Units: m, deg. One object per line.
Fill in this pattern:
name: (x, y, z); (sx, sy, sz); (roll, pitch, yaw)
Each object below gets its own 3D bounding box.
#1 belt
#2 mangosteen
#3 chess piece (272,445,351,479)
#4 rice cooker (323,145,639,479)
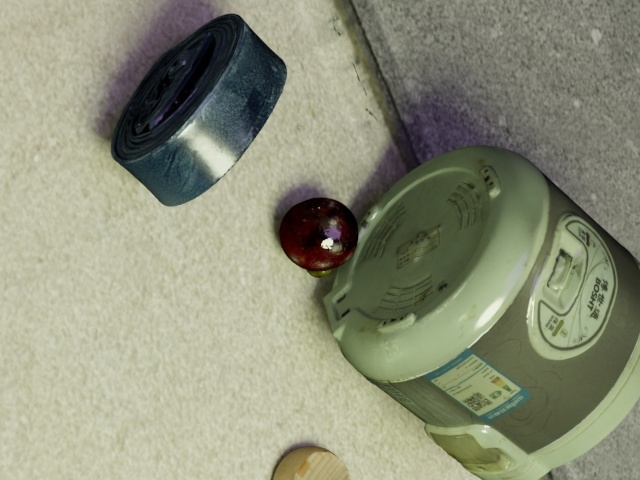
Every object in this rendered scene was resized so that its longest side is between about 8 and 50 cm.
belt: (-0.113, -0.127, 1.590); (0.082, 0.141, 0.190); (45, 61, -29)
mangosteen: (0.000, -0.003, 1.712); (0.081, 0.081, 0.081); (3, 86, -38)
chess piece: (-0.009, 0.247, 1.718); (0.083, 0.038, 0.084); (1, 88, -36)
rice cooker: (0.180, 0.076, 1.727); (0.277, 0.288, 0.288); (40, 64, -29)
